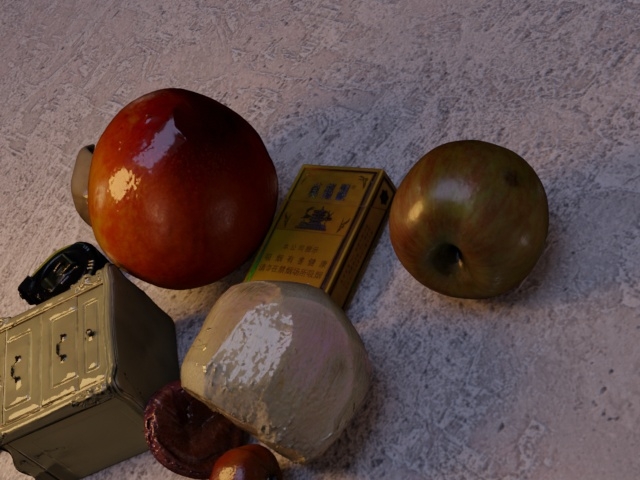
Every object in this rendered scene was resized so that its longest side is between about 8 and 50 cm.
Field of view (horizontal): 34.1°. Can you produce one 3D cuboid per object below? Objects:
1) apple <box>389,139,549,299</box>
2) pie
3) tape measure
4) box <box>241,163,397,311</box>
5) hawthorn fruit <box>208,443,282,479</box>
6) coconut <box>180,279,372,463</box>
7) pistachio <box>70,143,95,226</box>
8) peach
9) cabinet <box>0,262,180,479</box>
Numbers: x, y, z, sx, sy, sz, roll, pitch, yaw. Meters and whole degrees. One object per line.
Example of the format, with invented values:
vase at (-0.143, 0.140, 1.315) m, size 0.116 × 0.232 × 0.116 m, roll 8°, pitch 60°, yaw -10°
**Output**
apple at (0.250, -0.044, 1.726) m, size 0.264 × 0.264 × 0.264 m, roll -16°, pitch 48°, yaw 19°
pie at (-0.213, 0.318, 1.778) m, size 0.049 × 0.182 × 0.182 m, roll 129°, pitch 158°, yaw -53°
tape measure at (-0.522, 0.088, 2.182) m, size 0.186 × 0.112 × 0.199 m, roll -48°, pitch 47°, yaw -14°
box at (0.000, 0.000, 1.953) m, size 0.192 × 0.084 × 0.302 m, roll 7°, pitch 59°, yaw 35°
hawthorn fruit at (-0.123, 0.392, 1.688) m, size 0.128 × 0.128 × 0.128 m, roll -16°, pitch 48°, yaw 19°
coconut at (-0.065, 0.194, 1.688) m, size 0.297 × 0.297 × 0.255 m, roll 23°, pitch 72°, yaw 41°
pistachio at (-0.486, -0.127, 2.317) m, size 0.153 × 0.137 × 0.238 m, roll -50°, pitch 32°, yaw 38°
peach at (-0.264, -0.106, 1.973) m, size 0.388 × 0.388 × 0.388 m, roll -16°, pitch 48°, yaw 19°
cabinet at (-0.451, 0.259, 1.915) m, size 0.318 × 0.227 × 0.290 m, roll -24°, pitch 47°, yaw 13°
